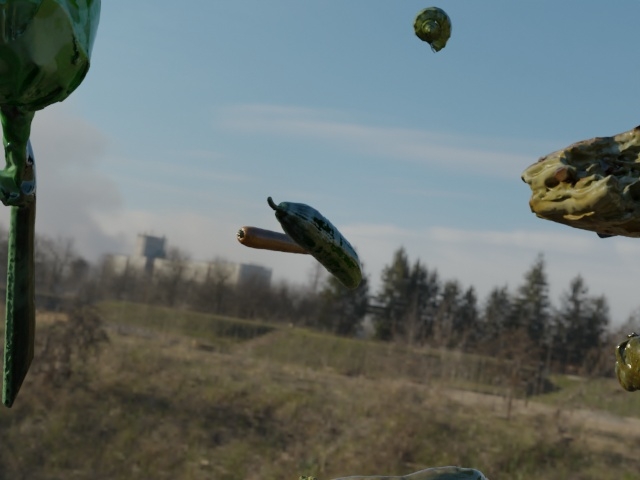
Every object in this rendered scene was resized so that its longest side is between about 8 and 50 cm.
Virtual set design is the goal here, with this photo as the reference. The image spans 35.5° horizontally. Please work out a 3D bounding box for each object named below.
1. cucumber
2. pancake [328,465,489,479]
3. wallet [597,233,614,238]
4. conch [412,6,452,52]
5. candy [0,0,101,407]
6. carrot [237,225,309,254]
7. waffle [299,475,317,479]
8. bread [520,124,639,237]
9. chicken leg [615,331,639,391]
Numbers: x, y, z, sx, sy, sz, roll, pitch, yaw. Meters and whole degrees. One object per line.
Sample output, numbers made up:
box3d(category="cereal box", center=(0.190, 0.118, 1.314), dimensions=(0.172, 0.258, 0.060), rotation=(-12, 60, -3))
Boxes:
box3d(category="cucumber", center=(0.000, 0.000, 1.381), dimensions=(0.056, 0.056, 0.250), rotation=(5, -24, 34))
box3d(category="pancake", center=(0.091, 0.355, 1.384), dimensions=(0.294, 0.049, 0.294), rotation=(-9, -20, -3))
box3d(category="wallet", center=(0.614, -0.086, 2.128), dimensions=(0.141, 0.059, 0.202), rotation=(-18, -39, 31))
box3d(category="conch", center=(0.220, -0.413, 1.954), dimensions=(0.074, 0.089, 0.121), rotation=(-7, 18, 13))
box3d(category="candy", center=(-0.186, -0.025, 0.613), dimensions=(0.097, 0.323, 0.097), rotation=(7, 28, -4))
box3d(category="carrot", center=(-0.073, 0.004, 1.990), dimensions=(0.043, 0.043, 0.248), rotation=(4, -4, 42))
box3d(category="waffle", center=(-0.083, 0.435, 1.599), dimensions=(0.046, 0.192, 0.160), rotation=(27, -30, 41))
box3d(category="bread", center=(0.541, -0.099, 1.550), dimensions=(0.370, 0.191, 0.314), rotation=(-16, 4, -33))
box3d(category="chicken leg", center=(0.623, 0.264, 1.591), dimensions=(0.153, 0.201, 0.429), rotation=(-5, 23, -30))
